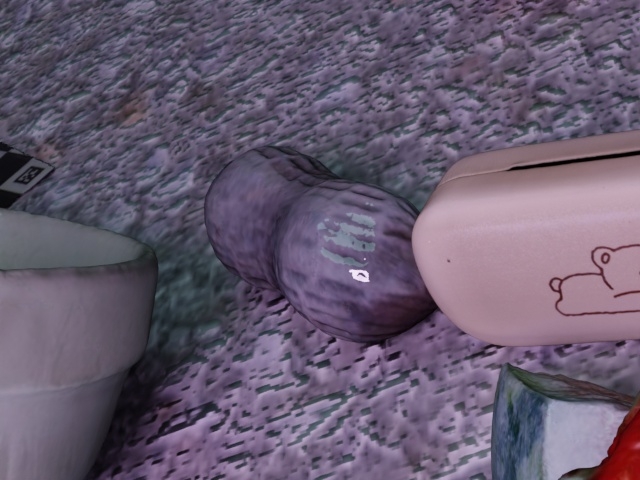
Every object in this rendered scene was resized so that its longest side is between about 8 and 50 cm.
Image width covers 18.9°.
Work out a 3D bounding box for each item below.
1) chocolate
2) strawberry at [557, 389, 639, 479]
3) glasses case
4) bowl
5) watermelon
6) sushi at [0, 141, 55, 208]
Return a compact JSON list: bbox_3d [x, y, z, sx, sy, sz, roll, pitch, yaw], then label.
[{"bbox_3d":[0.000,0.000,0.891,0.072,0.072,0.167,-37,30,-14],"label":"chocolate"},{"bbox_3d":[0.148,0.099,0.567,0.148,0.131,0.131,31,59,21],"label":"strawberry"},{"bbox_3d":[0.131,-0.002,0.771,0.196,0.083,0.050,-8,37,35],"label":"glasses case"},{"bbox_3d":[-0.227,0.059,0.833,0.307,0.163,0.307,5,7,-1],"label":"bowl"},{"bbox_3d":[0.105,0.084,0.696,0.094,0.081,0.180,-12,29,-23],"label":"watermelon"},{"bbox_3d":[-0.275,-0.010,1.183,0.201,0.031,0.139,-40,31,-19],"label":"sushi"}]
